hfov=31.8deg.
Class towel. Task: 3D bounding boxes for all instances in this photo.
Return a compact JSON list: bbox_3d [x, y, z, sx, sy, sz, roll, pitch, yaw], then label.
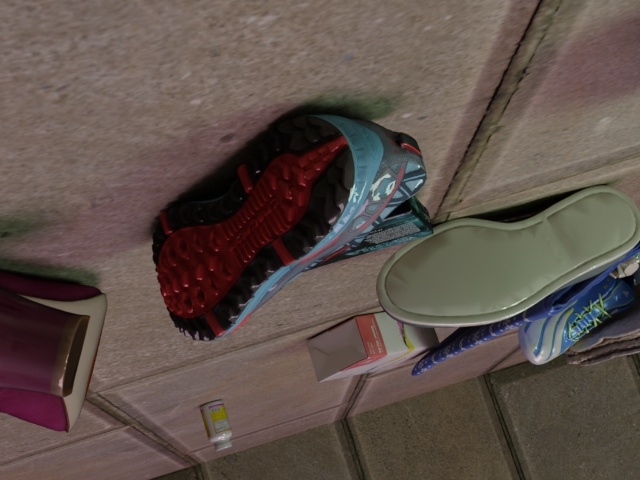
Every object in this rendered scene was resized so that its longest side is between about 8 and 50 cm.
[{"bbox_3d":[0.519,0.108,1.747,0.282,0.049,0.187,-25,-168,45],"label":"towel"},{"bbox_3d":[0.297,0.094,1.612,0.243,0.040,0.336,-32,177,-35],"label":"towel"}]

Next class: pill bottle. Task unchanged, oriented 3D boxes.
[{"bbox_3d":[-0.182,0.328,1.984,0.043,0.083,0.043,-17,167,-4],"label":"pill bottle"}]

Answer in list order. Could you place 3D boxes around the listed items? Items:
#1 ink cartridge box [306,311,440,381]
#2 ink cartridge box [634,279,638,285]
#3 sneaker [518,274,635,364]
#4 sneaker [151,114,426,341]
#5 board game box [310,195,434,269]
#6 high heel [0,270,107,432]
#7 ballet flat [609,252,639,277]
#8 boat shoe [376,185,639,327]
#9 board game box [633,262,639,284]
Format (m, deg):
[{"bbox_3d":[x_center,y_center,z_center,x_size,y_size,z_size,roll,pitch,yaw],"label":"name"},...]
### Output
[{"bbox_3d":[0.092,0.150,1.660,0.198,0.067,0.115,-5,161,-44],"label":"ink cartridge box"},{"bbox_3d":[0.515,0.121,2.046,0.218,0.092,0.159,-1,159,-46],"label":"ink cartridge box"},{"bbox_3d":[0.405,0.101,1.737,0.240,0.091,0.126,-40,-173,-39],"label":"sneaker"},{"bbox_3d":[-0.022,-0.002,0.817,0.125,0.104,0.262,-9,164,-42],"label":"sneaker"},{"bbox_3d":[0.000,0.000,0.990,0.186,0.026,0.126,-17,169,11],"label":"board game box"},{"bbox_3d":[-0.270,0.073,0.884,0.181,0.127,0.377,13,166,-6],"label":"high heel"},{"bbox_3d":[0.444,0.032,1.673,0.057,0.052,0.168,-18,167,1],"label":"ballet flat"},{"bbox_3d":[0.197,0.030,1.211,0.320,0.116,0.099,-18,164,-21],"label":"boat shoe"},{"bbox_3d":[0.617,-0.039,1.581,0.318,0.065,0.318,-18,167,-1],"label":"board game box"}]
